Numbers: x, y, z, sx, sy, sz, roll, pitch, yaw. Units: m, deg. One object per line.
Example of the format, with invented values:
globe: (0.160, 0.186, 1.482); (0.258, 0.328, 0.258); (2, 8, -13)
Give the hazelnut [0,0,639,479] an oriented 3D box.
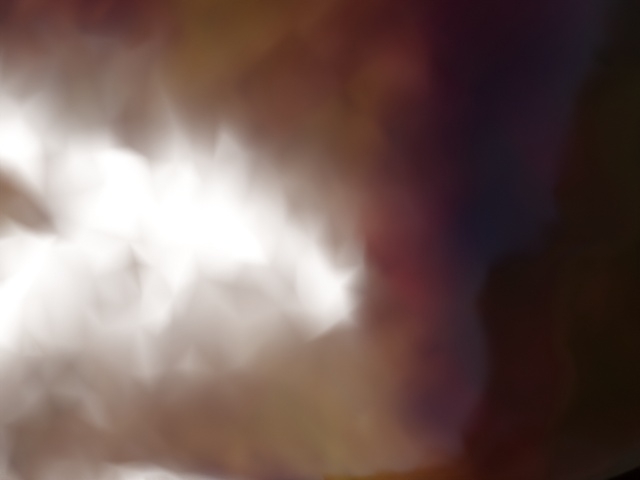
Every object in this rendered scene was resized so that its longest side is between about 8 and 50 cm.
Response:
hazelnut: (0.000, 0.000, 0.627); (0.429, 0.402, 0.402); (-13, 39, 35)
